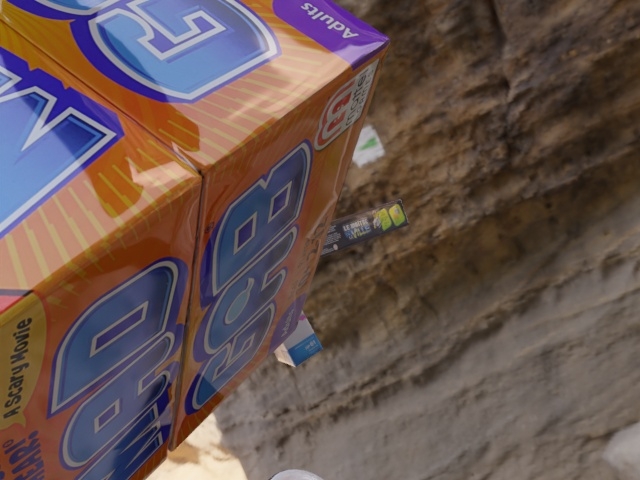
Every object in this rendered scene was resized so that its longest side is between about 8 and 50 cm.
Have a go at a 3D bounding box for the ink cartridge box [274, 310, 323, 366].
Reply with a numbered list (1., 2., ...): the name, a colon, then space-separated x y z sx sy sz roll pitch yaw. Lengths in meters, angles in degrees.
1. ink cartridge box: -0.057 0.114 1.142 0.052 0.123 0.088 -32 10 -18

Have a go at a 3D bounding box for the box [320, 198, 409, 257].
1. box: 0.000 0.000 0.946 0.114 0.036 0.207 -18 1 45

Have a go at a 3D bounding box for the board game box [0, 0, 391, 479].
1. board game box: -0.228 -0.028 0.576 0.356 0.356 0.357 -42 -19 -36

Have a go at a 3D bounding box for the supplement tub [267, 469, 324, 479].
1. supplement tub: -0.050 0.392 0.986 0.117 0.117 0.191 -25 -36 -58
